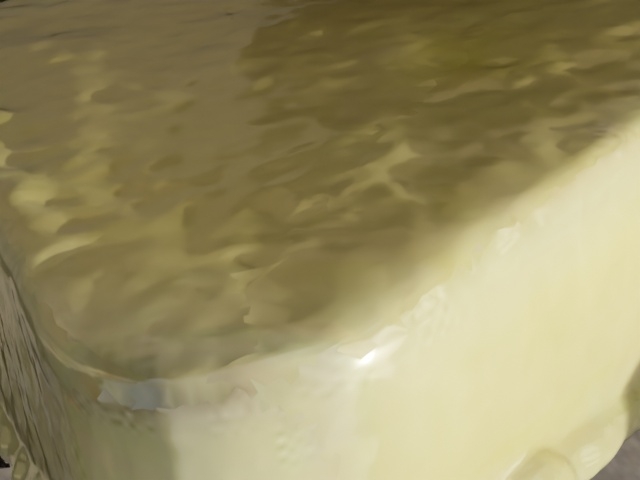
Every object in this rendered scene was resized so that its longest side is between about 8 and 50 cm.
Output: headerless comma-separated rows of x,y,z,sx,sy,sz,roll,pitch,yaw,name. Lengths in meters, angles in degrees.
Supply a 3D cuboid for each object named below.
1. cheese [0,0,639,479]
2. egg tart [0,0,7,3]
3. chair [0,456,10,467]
-0.001,0.000,0.658,0.384,0.384,0.104,-8,114,-3,cheese
-0.291,-0.098,1.469,0.294,0.294,0.123,-52,134,0,egg tart
-0.310,0.204,1.574,0.106,0.113,0.229,-7,82,5,chair
